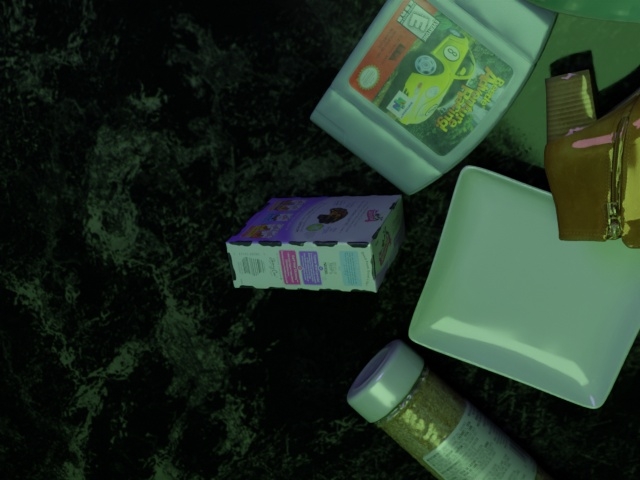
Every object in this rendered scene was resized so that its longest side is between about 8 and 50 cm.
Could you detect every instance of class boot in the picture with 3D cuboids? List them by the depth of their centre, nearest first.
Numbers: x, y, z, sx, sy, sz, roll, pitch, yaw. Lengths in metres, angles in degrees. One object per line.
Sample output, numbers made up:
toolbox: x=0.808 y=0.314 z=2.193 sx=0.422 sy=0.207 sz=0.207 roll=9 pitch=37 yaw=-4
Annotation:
boot: x=0.395 y=-0.100 z=0.826 sx=0.295 sy=0.104 sz=0.211 roll=-7 pitch=100 yaw=31

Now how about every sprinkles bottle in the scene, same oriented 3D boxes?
sprinkles bottle: x=0.205 y=0.300 z=1.091 sx=0.355 sy=0.121 sz=0.121 roll=42 pitch=121 yaw=-1

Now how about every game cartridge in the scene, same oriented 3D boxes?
game cartridge: x=0.139 y=-0.203 z=0.924 sx=0.196 sy=0.060 sz=0.294 roll=35 pitch=121 yaw=-2

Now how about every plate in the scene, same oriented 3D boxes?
plate: x=0.282 y=0.060 z=0.994 sx=0.278 sy=0.045 sz=0.277 roll=20 pitch=118 yaw=12

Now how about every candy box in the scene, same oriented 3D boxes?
candy box: x=0.000 y=0.000 z=1.004 sx=0.196 sy=0.165 sz=0.070 roll=0 pitch=114 yaw=21

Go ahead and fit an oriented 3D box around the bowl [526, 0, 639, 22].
bowl: x=0.339 y=-0.307 z=0.685 sx=0.311 sy=0.311 sz=0.163 roll=6 pitch=95 yaw=18
